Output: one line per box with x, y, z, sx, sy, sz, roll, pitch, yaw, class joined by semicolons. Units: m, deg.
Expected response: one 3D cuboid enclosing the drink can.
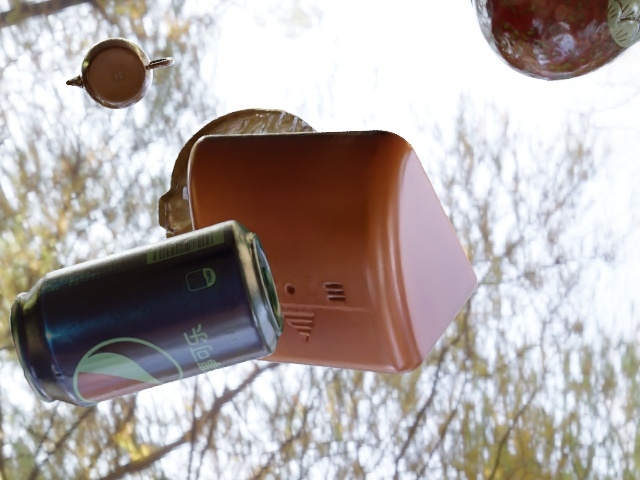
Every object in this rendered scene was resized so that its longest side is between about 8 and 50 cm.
-0.139;0.061;0.855;0.205;0.118;0.118;-15;-143;4;drink can

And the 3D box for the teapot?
-0.314;-0.263;1.639;0.173;0.116;0.116;-15;-142;-8;teapot

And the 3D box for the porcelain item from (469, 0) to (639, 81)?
0.277;-0.319;1.213;0.253;0.253;0.253;-6;-143;5;porcelain item

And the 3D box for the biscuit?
-0.085;-0.066;1.229;0.041;0.203;0.260;27;-144;37;biscuit

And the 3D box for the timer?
0.000;0.000;1.091;0.257;0.250;0.161;2;-143;32;timer
